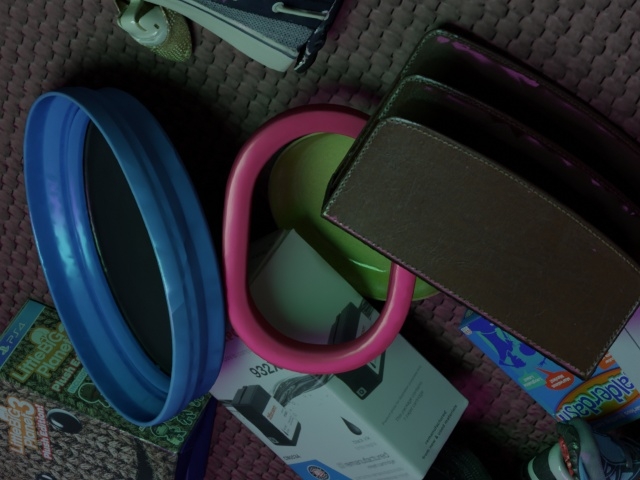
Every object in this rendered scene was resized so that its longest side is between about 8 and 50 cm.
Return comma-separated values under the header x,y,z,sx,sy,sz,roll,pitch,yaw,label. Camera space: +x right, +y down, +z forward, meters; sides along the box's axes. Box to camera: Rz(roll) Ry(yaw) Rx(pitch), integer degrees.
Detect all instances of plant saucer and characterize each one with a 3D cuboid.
x,y,z,sx,sy,sz,roll,pitch,yaw,label
0.059,-0.034,1.749,0.241,0.037,0.241,15,135,16,plant saucer

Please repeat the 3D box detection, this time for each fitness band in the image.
x,y,z,sx,sy,sz,roll,pitch,yaw,label
0.000,0.000,1.660,0.209,0.054,0.291,5,107,1,fitness band

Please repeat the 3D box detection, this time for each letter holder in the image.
x,y,z,sx,sy,sz,roll,pitch,yaw,label
0.184,-0.047,1.527,0.301,0.152,0.214,32,102,-4,letter holder

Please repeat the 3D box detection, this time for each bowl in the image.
x,y,z,sx,sy,sz,roll,pitch,yaw,label
-0.223,0.012,1.771,0.391,0.077,0.391,40,140,46,bowl

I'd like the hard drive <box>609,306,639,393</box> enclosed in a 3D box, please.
x,y,z,sx,sy,sz,roll,pitch,yaw,label
0.473,0.082,1.592,0.353,0.047,0.233,-25,114,33,hard drive

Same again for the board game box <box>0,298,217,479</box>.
x,y,z,sx,sy,sz,roll,pitch,yaw,label
-0.303,0.250,2.126,0.291,0.141,0.232,21,136,9,board game box

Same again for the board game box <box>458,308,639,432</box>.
x,y,z,sx,sy,sz,roll,pitch,yaw,label
0.284,0.123,1.763,0.210,0.047,0.160,42,135,-14,board game box

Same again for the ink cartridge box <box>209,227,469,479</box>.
x,y,z,sx,sy,sz,roll,pitch,yaw,label
-0.015,0.152,1.862,0.307,0.129,0.223,44,149,-14,ink cartridge box

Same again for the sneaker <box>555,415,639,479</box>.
x,y,z,sx,sy,sz,roll,pitch,yaw,label
0.360,0.247,1.773,0.125,0.104,0.262,-33,139,19,sneaker

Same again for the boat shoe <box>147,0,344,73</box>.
x,y,z,sx,sy,sz,roll,pitch,yaw,label
-0.118,-0.305,1.527,0.340,0.127,0.158,24,133,-18,boat shoe

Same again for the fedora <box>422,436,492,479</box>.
x,y,z,sx,sy,sz,roll,pitch,yaw,label
0.171,0.396,1.957,0.152,0.334,0.334,12,145,-30,fedora

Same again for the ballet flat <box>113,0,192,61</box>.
x,y,z,sx,sy,sz,roll,pitch,yaw,label
-0.201,-0.262,1.658,0.073,0.067,0.206,-8,125,32,ballet flat

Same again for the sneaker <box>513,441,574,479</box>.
x,y,z,sx,sy,sz,roll,pitch,yaw,label
0.324,0.340,1.926,0.217,0.079,0.121,49,137,-7,sneaker
